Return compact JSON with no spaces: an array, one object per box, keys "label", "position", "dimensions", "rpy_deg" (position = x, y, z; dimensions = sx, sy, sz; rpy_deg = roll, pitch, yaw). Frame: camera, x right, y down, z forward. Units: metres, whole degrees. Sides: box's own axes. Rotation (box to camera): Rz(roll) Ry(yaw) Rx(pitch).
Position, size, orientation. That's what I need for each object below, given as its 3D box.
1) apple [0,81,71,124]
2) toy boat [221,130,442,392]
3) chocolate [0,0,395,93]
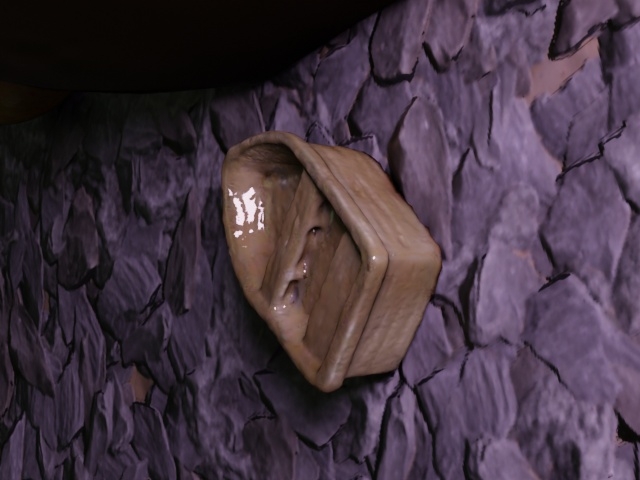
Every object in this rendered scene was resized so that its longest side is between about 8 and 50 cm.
[{"label":"apple","position":[-0.258,-0.158,1.476],"dimensions":[0.126,0.102,0.126],"rpy_deg":[-5,83,51]},{"label":"toy boat","position":[0.000,0.000,1.102],"dimensions":[0.188,0.061,0.116],"rpy_deg":[53,133,44]},{"label":"chocolate","position":[-0.131,-0.271,1.097],"dimensions":[0.326,0.314,0.297],"rpy_deg":[-21,68,57]}]
